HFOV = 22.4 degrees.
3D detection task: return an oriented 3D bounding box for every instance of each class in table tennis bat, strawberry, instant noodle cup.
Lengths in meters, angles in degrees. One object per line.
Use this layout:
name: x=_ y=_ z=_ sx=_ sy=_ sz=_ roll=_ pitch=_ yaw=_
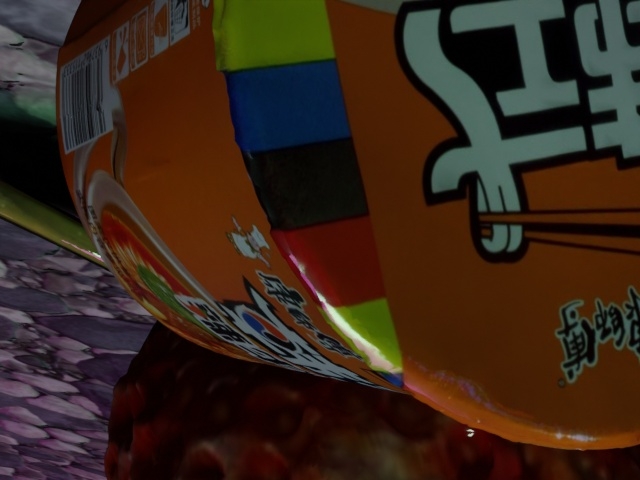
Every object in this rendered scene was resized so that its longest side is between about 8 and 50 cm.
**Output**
table tennis bat: x=-0.094 y=0.024 z=1.001 sx=0.321 sy=0.050 sz=0.198 roll=30 pitch=175 yaw=-28
strawberry: x=0.032 y=0.119 z=0.739 sx=0.291 sy=0.310 sz=0.292 roll=-17 pitch=179 yaw=0
instant noodle cup: x=0.031 y=-0.055 z=0.568 sx=0.250 sy=0.250 sz=0.192 roll=23 pitch=164 yaw=-28

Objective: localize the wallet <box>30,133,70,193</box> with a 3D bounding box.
wallet: x=0.000 y=0.000 z=0.970 sx=0.318 sy=0.045 sz=0.172 roll=25 pitch=157 yaw=-35
